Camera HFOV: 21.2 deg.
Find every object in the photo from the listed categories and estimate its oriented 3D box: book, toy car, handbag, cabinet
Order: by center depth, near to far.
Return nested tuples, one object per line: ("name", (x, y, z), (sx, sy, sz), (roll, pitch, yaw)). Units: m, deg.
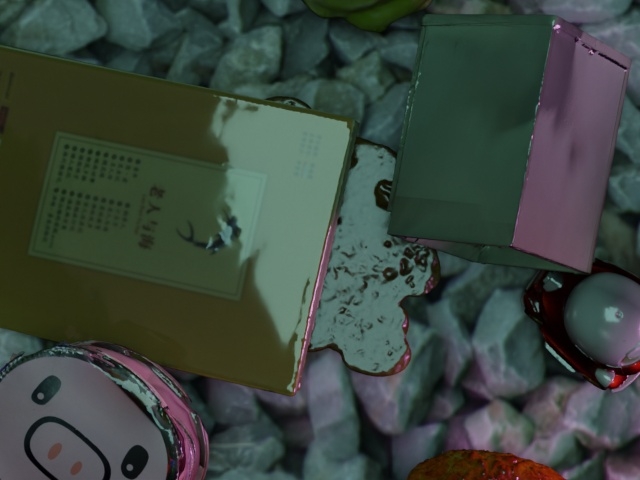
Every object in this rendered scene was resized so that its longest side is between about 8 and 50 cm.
("handbag", (-0.203, 0.182, 1.543), (0.205, 0.116, 0.179), (40, 101, 1))
("cabinet", (0.169, -0.086, 1.562), (0.150, 0.145, 0.206), (7, 83, 39))
("toy car", (0.261, 0.069, 1.593), (0.139, 0.112, 0.112), (35, 85, 1))
("book", (-0.179, -0.025, 1.601), (0.389, 0.032, 0.269), (14, 88, 7))

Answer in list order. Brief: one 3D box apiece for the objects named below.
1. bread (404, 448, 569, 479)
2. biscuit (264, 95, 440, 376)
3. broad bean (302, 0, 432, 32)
("bread", (0.189, 0.276, 1.582), (0.269, 0.095, 0.139), (22, 92, -4))
("biscuit", (0.000, 0.000, 1.624), (0.208, 0.041, 0.290), (-29, 85, 0))
("broad bean", (0.041, -0.345, 1.621), (0.238, 0.119, 0.291), (10, 84, -1))
